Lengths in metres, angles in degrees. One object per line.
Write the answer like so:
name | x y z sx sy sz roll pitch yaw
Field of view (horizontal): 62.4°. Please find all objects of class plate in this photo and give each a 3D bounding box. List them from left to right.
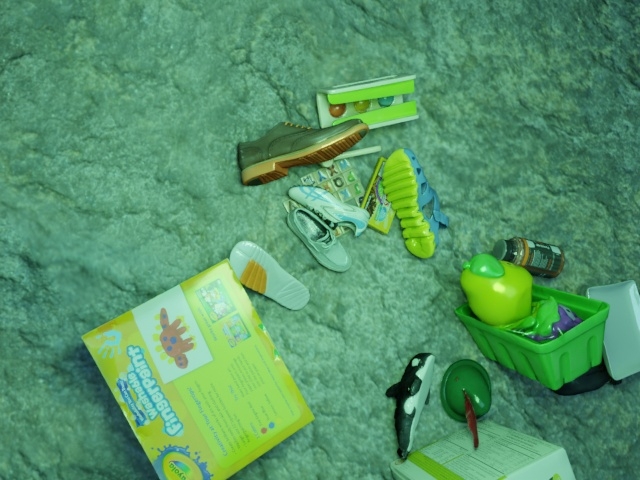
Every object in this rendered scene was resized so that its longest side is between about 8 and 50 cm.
plate | 0.931 0.273 1.645 0.277 0.045 0.278 -4 76 -34

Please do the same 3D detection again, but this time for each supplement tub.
supplement tub | 0.625 0.049 1.595 0.197 0.106 0.106 12 80 -14

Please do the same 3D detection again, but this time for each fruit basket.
fruit basket | 0.531 0.171 1.418 0.282 0.392 0.393 -23 89 -17

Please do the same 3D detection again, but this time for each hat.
hat | 0.447 0.440 1.455 0.172 0.183 0.209 3 82 -15

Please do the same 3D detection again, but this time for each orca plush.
orca plush | 0.233 0.446 1.467 0.151 0.102 0.288 9 91 -59

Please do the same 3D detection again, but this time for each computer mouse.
computer mouse | 0.821 0.392 1.622 0.272 0.072 0.189 -16 88 -17

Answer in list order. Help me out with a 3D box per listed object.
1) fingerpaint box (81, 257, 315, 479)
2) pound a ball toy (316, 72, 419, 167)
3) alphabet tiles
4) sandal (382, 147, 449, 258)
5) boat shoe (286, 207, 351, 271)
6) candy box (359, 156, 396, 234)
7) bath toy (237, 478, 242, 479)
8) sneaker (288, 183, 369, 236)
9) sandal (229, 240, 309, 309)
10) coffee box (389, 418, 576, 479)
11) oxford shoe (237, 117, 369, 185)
fingerpaint box | -0.289 0.329 1.280 0.370 0.163 0.445 -30 91 -18
pound a ball toy | 0.115 -0.347 1.512 0.318 0.135 0.208 -16 113 -17
alphabet tiles | 0.021 -0.105 1.501 0.237 0.009 0.198 -28 91 -17
sandal | 0.277 -0.115 1.501 0.138 0.126 0.318 -32 113 -32
boat shoe | 0.000 -0.001 1.434 0.227 0.081 0.079 44 74 -6
candy box | 0.182 -0.130 1.532 0.105 0.027 0.206 27 74 -16
bath toy | -0.177 0.602 1.181 0.151 0.348 0.129 -37 92 -32
sneaker | 0.018 -0.083 1.439 0.237 0.085 0.086 24 74 -1
sandal | -0.143 0.097 1.403 0.265 0.076 0.102 42 86 -28
coffee box | 0.433 0.704 1.337 0.334 0.338 0.338 -17 88 -17
oxford shoe | -0.055 -0.262 1.382 0.363 0.130 0.133 -18 81 10
